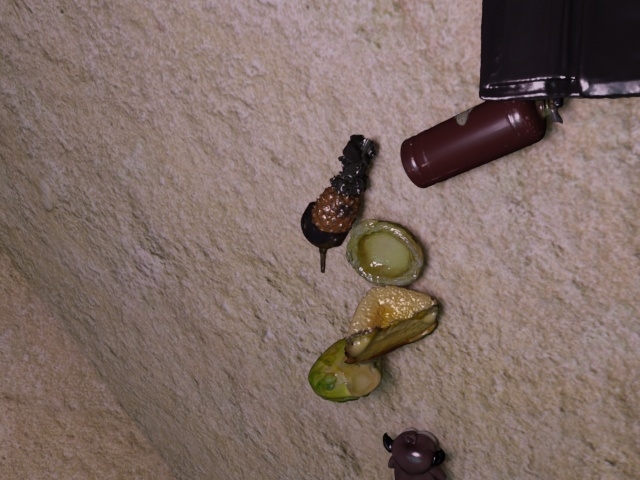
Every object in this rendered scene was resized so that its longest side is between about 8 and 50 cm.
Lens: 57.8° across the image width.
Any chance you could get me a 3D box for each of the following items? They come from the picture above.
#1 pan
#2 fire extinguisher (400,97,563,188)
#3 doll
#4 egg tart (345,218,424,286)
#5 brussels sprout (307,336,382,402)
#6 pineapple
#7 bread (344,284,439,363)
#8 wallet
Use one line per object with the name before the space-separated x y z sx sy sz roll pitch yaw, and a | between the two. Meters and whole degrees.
pan | 0.014 -0.001 1.481 0.128 0.048 0.202 -6 111 35
fire extinguisher | 0.320 -0.218 1.126 0.337 0.114 0.135 -20 74 39
doll | 0.266 0.620 1.594 0.182 0.117 0.257 3 116 31
egg tart | 0.159 0.028 1.381 0.197 0.078 0.197 16 124 25
brussels sprout | 0.064 0.342 1.530 0.223 0.223 0.161 -25 80 40
pineapple | 0.061 -0.131 1.334 0.119 0.111 0.237 55 131 51
bread | 0.148 0.188 1.403 0.174 0.251 0.133 79 166 -58
wallet | 0.428 -0.356 0.978 0.323 0.041 0.247 3 92 33
